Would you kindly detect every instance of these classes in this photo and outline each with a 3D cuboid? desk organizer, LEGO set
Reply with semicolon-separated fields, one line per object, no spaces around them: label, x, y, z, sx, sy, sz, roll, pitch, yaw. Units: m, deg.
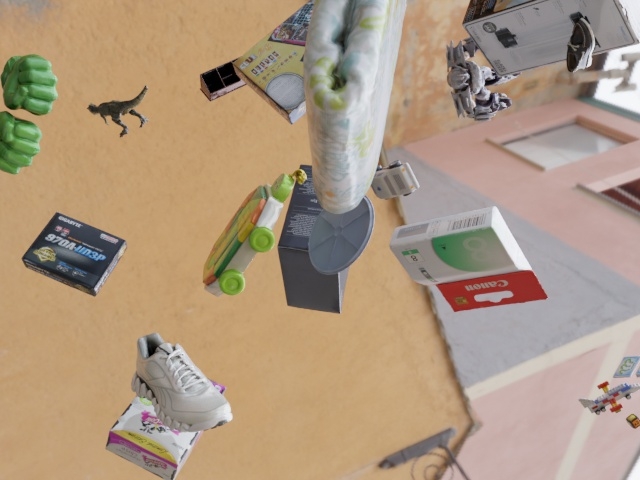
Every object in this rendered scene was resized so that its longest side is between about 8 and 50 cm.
desk organizer;-0.216;-0.381;1.537;0.047;0.130;0.050;51;-23;20
LEGO set;0.715;0.327;1.501;0.060;0.244;0.182;53;-31;-9

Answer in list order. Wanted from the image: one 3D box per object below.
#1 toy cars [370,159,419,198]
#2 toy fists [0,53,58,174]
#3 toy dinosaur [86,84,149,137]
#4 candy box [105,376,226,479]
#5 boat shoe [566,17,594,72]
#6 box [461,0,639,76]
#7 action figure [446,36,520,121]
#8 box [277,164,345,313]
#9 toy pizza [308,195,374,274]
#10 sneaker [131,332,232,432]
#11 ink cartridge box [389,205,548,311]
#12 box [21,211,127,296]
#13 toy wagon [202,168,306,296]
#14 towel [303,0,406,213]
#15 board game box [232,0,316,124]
toy cars;0.113;-0.213;1.906;0.394;0.087;0.176;38;-30;30
toy fists;-0.687;-0.290;1.500;0.142;0.096;0.279;23;-86;30
toy dinosaur;-0.587;-0.378;1.957;0.268;0.064;0.118;-7;-47;30
candy box;-0.324;0.376;1.404;0.233;0.159;0.071;-60;174;-55
boat shoe;0.462;-0.348;1.181;0.046;0.038;0.125;67;8;24
box;0.444;-0.426;1.259;0.290;0.087;0.169;-3;-33;46
action figure;0.353;-0.352;1.451;0.099;0.285;0.185;4;-83;33
box;0.000;0.000;2.004;0.343;0.179;0.312;85;14;-54
toy pizza;0.050;-0.015;1.479;0.201;0.032;0.201;-28;-131;37
sneaker;-0.269;0.263;1.225;0.292;0.110;0.118;18;-69;45
ink cartridge box;0.244;0.053;1.073;0.181;0.056;0.224;-13;-53;36
box;-0.678;0.036;1.820;0.220;0.175;0.051;23;-32;4
toy wagon;-0.156;-0.034;1.509;0.344;0.068;0.267;-54;-161;13
towel;0.047;-0.253;0.814;0.320;0.090;0.374;74;26;-72
board game box;-0.023;-0.357;1.263;0.165;0.243;0.042;45;-11;19
